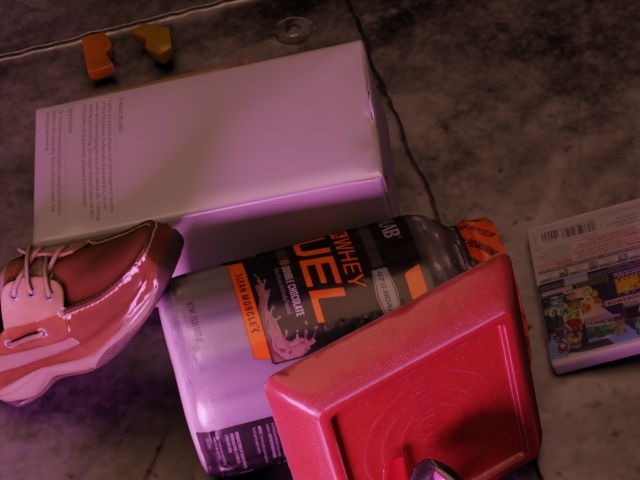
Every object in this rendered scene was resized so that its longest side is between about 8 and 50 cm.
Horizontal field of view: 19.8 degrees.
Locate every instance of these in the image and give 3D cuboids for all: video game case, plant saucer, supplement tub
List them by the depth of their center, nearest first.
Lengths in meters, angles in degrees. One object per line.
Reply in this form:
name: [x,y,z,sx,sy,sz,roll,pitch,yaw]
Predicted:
plant saucer: [0.095,0.170,1.708,0.259,0.258,0.048,-27,42,-13]
supplement tub: [0.023,0.096,1.813,0.338,0.207,0.207,-15,51,-5]
video game case: [0.325,0.037,1.908,0.201,0.023,0.183,-15,50,12]

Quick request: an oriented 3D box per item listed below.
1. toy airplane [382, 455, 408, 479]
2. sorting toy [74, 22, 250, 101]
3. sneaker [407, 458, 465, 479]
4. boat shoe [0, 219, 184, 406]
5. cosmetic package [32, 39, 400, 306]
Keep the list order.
toy airplane: [0.053,0.271,1.697,0.151,0.151,0.028,-29,39,-15]
sorting toy: [-0.181,-0.139,2.140,0.229,0.041,0.307,-16,51,1]
sneaker: [0.143,0.259,1.712,0.072,0.178,0.077,-23,30,29]
boat shoe: [-0.266,0.065,1.825,0.324,0.120,0.122,-34,29,39]
cosmetic package: [-0.107,-0.061,1.934,0.365,0.155,0.197,-9,52,7]
